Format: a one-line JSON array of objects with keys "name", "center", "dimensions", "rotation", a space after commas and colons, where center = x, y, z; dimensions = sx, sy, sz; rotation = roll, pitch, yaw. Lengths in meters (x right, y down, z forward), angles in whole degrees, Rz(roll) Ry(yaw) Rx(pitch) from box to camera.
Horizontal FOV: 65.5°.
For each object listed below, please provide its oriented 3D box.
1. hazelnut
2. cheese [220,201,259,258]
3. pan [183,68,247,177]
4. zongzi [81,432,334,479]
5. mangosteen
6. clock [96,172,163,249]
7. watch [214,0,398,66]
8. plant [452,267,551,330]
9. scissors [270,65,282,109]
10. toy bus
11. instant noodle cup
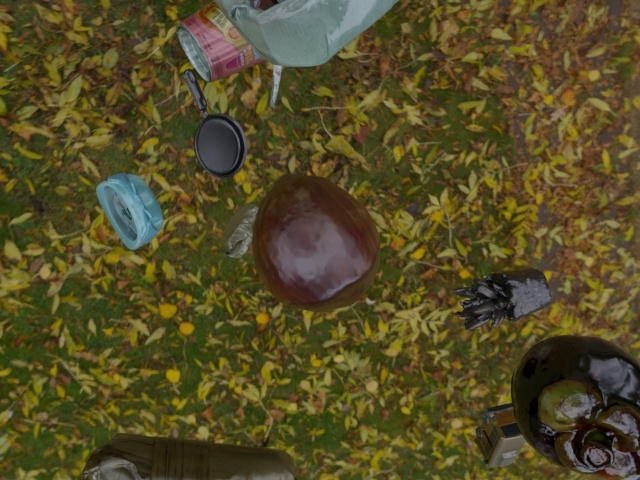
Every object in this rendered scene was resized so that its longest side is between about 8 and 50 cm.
[{"name": "hazelnut", "center": [-0.016, 0.005, 1.402], "dimensions": [0.421, 0.421, 0.353], "rotation": [38, 129, -25]}, {"name": "cheese", "center": [-0.272, -0.029, 1.732], "dimensions": [0.091, 0.175, 0.202], "rotation": [37, 69, -24]}, {"name": "pan", "center": [-0.228, -0.239, 1.028], "dimensions": [0.136, 0.028, 0.235], "rotation": [-47, 130, -35]}, {"name": "zongzi", "center": [-0.229, 0.640, 0.983], "dimensions": [0.500, 0.218, 0.466], "rotation": [8, 86, -9]}, {"name": "mangosteen", "center": [0.493, 0.320, 0.942], "dimensions": [0.288, 0.233, 0.287], "rotation": [10, 76, -44]}, {"name": "clock", "center": [-0.556, -0.094, 1.480], "dimensions": [0.094, 0.274, 0.223], "rotation": [-34, 103, -36]}, {"name": "watch", "center": [-0.005, -0.319, 0.555], "dimensions": [0.241, 0.253, 0.162], "rotation": [-29, 144, 19]}, {"name": "plant", "center": [0.644, 0.204, 1.796], "dimensions": [0.321, 0.194, 0.181], "rotation": [-12, 93, -9]}, {"name": "scissors", "center": [-0.135, -0.559, 1.580], "dimensions": [0.109, 0.022, 0.300], "rotation": [15, 120, 4]}, {"name": "toy bus", "center": [0.469, 0.508, 1.290], "dimensions": [0.091, 0.103, 0.182], "rotation": [-10, 134, -9]}, {"name": "instant noodle cup", "center": [-0.231, -0.552, 1.337], "dimensions": [0.255, 0.244, 0.244], "rotation": [-35, 119, -16]}]
